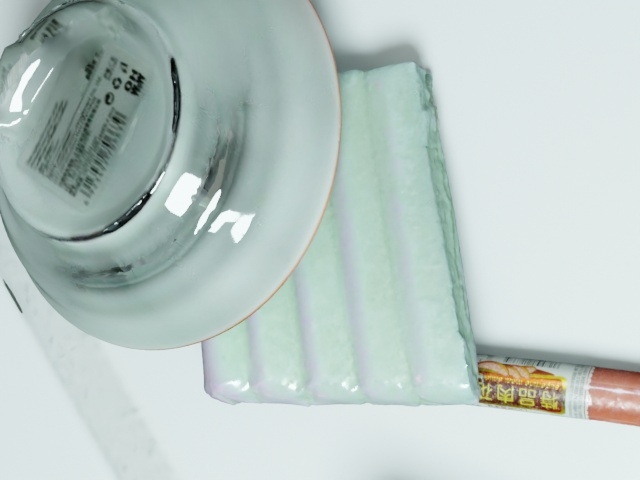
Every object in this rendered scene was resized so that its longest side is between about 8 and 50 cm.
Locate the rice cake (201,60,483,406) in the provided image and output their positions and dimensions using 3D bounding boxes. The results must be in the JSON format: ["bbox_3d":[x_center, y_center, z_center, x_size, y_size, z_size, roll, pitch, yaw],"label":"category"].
[{"bbox_3d":[0.000,0.000,0.865,0.189,0.037,0.198,-3,84,23],"label":"rice cake"}]

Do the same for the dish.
[{"bbox_3d":[-0.118,-0.066,0.862,0.260,0.085,0.260,-5,81,33],"label":"dish"}]

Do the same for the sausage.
[{"bbox_3d":[0.120,0.085,0.848,0.253,0.034,0.034,4,97,22],"label":"sausage"}]
